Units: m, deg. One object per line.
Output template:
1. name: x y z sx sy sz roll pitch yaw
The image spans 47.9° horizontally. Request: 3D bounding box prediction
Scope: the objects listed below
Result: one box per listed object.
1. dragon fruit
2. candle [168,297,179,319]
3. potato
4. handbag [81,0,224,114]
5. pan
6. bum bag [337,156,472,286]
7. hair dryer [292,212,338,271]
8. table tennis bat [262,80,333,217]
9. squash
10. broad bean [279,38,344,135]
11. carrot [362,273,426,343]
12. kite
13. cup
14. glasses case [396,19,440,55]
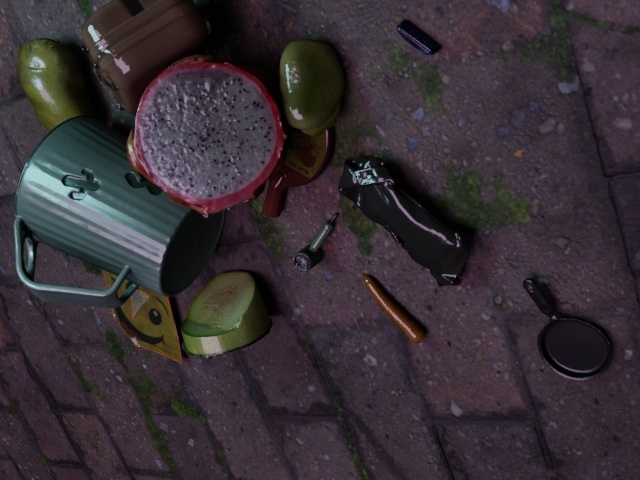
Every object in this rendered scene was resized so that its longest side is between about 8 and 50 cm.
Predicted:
1. dragon fruit: -0.210 -0.206 1.403 0.305 0.226 0.305 -1 102 -3
2. candle: -0.412 0.135 1.910 0.026 0.021 0.167 1 117 32
3. potato: -0.614 -0.350 1.691 0.169 0.143 0.248 -133 21 -69
4. handbag: -0.308 -0.387 1.393 0.149 0.283 0.302 55 170 -2
5. pan: 0.450 0.161 1.345 0.136 0.028 0.235 -27 102 40
6. bum bag: 0.169 -0.046 1.387 0.326 0.080 0.142 44 139 0
7. hair dryer: 0.000 0.000 1.538 0.047 0.071 0.150 39 115 7
8. table tennis bat: -0.072 -0.184 1.495 0.200 0.038 0.310 29 125 19
9. squash: -0.231 0.180 1.687 0.220 0.220 0.133 0 118 34
10. broad bean: -0.017 -0.284 1.343 0.124 0.082 0.174 4 103 -14
11. carrot: 0.151 0.144 1.531 0.190 0.037 0.037 46 131 5
12. kite: -0.486 0.185 1.978 0.377 0.013 0.327 49 134 6
13. cup: -0.467 -0.033 1.641 0.392 0.310 0.401 27 95 13
14. glasses case: 0.166 -0.346 1.242 0.083 0.033 0.023 39 141 9
